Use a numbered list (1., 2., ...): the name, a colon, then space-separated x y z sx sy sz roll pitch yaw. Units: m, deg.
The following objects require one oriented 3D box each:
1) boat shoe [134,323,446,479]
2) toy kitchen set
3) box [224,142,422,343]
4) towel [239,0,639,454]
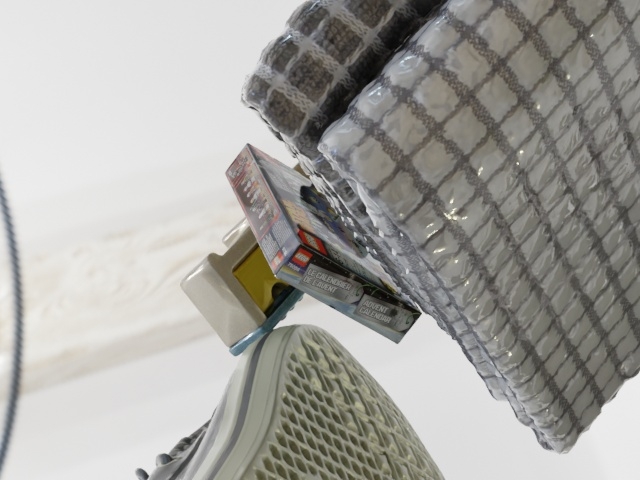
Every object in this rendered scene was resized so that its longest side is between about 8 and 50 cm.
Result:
1. boat shoe: -0.035 0.182 1.199 0.187 0.156 0.500 51 -162 -4
2. toy kitchen set: 0.036 -0.012 1.312 0.122 0.207 0.166 46 -136 -4
3. box: 0.000 0.000 1.184 0.094 0.137 0.027 29 -74 -28
4. towel: 0.108 -0.067 0.864 0.235 0.283 0.121 -48 -123 -6
